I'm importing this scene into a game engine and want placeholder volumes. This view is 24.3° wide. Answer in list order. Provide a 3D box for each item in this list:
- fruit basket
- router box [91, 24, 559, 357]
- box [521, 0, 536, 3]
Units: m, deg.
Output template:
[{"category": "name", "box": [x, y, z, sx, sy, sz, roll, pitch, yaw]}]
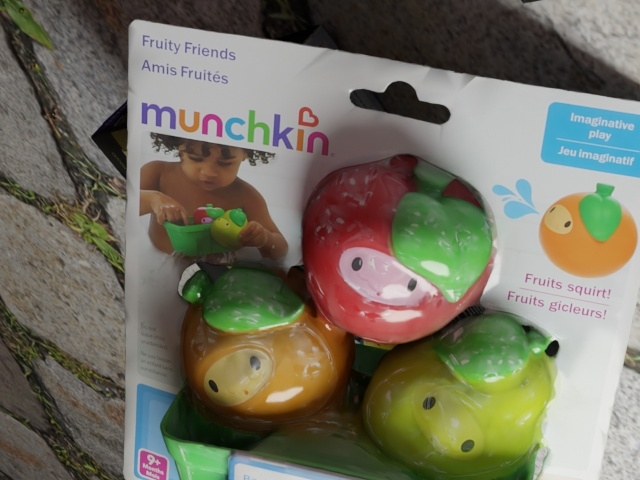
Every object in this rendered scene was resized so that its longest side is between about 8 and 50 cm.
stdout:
[{"category": "fruit basket", "box": [0.026, 0.056, 0.923, 0.327, 0.165, 0.353, 11, 125, 10]}, {"category": "router box", "box": [0.000, 0.000, 1.107, 0.309, 0.081, 0.243, 51, 152, -20]}, {"category": "box", "box": [0.112, -0.205, 0.642, 0.147, 0.077, 0.180, -2, 132, 54]}]
